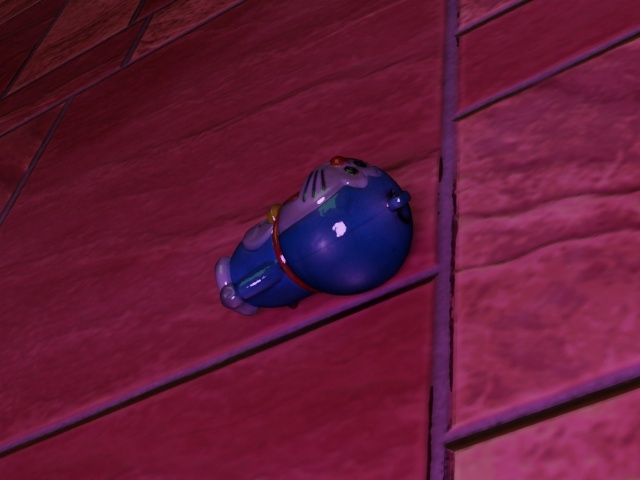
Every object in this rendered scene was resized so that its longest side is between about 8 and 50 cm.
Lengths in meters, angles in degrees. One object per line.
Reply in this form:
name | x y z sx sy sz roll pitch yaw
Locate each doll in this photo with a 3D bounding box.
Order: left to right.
doll | 0.000 0.000 0.742 0.152 0.085 0.114 -27 8 40
